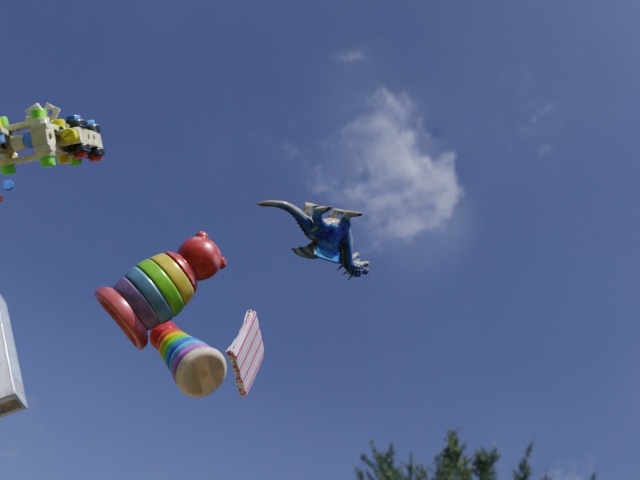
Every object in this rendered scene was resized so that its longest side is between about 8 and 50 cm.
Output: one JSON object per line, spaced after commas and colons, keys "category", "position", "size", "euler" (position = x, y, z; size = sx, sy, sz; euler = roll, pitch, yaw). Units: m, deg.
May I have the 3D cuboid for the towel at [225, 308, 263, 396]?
{"category": "towel", "position": [-0.189, 0.289, 1.753], "size": [0.029, 0.144, 0.197], "euler": [10, -43, 15]}

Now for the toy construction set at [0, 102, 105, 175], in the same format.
{"category": "toy construction set", "position": [-0.604, -0.218, 1.497], "size": [0.215, 0.327, 0.151], "euler": [-10, -72, 0]}

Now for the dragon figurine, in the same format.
{"category": "dragon figurine", "position": [0.000, 0.000, 1.397], "size": [0.289, 0.143, 0.085], "euler": [10, 2, -42]}

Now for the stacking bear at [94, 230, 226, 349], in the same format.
{"category": "stacking bear", "position": [-0.361, 0.098, 1.621], "size": [0.175, 0.289, 0.164], "euler": [51, -22, 0]}

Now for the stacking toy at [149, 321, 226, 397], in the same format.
{"category": "stacking toy", "position": [-0.392, 0.306, 1.912], "size": [0.330, 0.141, 0.141], "euler": [26, -23, 52]}

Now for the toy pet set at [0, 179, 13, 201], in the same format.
{"category": "toy pet set", "position": [-0.529, -0.072, 1.009], "size": [0.122, 0.114, 0.065], "euler": [42, -24, 10]}

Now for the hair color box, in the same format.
{"category": "hair color box", "position": [-0.970, 0.326, 1.938], "size": [0.186, 0.374, 0.113], "euler": [-18, -34, -16]}
